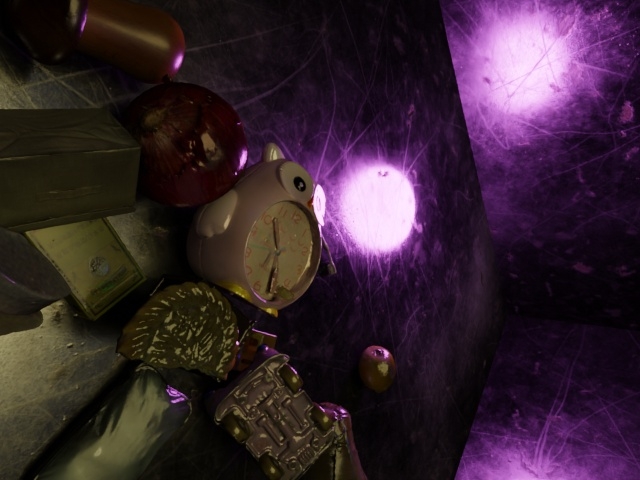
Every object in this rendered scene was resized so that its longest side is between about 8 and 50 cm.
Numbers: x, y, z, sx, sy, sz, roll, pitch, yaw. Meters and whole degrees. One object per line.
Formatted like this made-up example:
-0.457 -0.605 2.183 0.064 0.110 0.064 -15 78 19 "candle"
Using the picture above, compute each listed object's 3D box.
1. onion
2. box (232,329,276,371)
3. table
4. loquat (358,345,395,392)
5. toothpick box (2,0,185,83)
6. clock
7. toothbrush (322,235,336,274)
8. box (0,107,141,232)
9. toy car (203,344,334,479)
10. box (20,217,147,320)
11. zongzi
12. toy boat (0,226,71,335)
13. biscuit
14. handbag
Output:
-0.288 -0.195 0.899 0.276 0.277 0.275 -3 94 -51 "onion"
-0.211 0.312 1.204 0.193 0.030 0.121 32 68 -46 "box"
-0.297 0.193 0.983 0.193 0.169 0.172 54 52 -36 "table"
0.223 0.510 1.666 0.152 0.152 0.194 -27 120 -47 "loquat"
-0.418 -0.407 0.800 0.295 0.192 0.191 -5 96 -57 "toothpick box"
-0.153 -0.026 1.088 0.368 0.251 0.376 43 66 -45 "clock"
0.004 -0.003 1.460 0.028 0.026 0.294 -32 117 -29 "toothbrush"
-0.456 -0.125 0.728 0.232 0.155 0.148 -18 143 -44 "box"
-0.144 0.476 1.178 0.242 0.226 0.335 -40 107 -21 "toy car"
-0.470 0.033 0.845 0.141 0.064 0.219 -47 127 -41 "box"
0.083 0.745 1.476 0.393 0.174 0.355 17 75 -51 "zongzi"
-0.556 0.085 0.650 0.111 0.294 0.276 63 10 29 "toy boat"
-0.261 0.178 0.864 0.274 0.036 0.187 30 69 -46 "biscuit"
-0.427 0.425 0.897 0.191 0.075 0.332 54 56 -23 "handbag"
